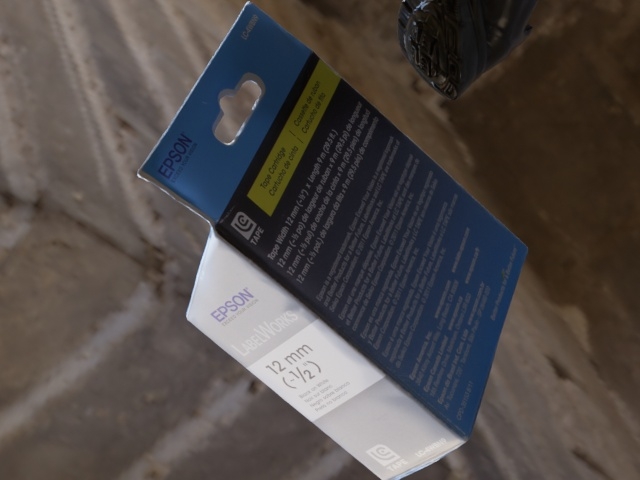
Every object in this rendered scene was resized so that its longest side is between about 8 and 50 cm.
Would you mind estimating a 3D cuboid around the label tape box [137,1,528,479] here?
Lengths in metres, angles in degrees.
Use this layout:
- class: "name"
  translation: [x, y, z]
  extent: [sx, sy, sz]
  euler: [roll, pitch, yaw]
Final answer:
- class: "label tape box"
  translation: [0.000, 0.000, 1.394]
  extent: [0.115, 0.347, 0.249]
  euler: [-38, 19, 41]

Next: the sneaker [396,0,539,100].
- class: "sneaker"
  translation: [0.142, -0.251, 1.394]
  extent: [0.130, 0.286, 0.109]
  euler: [-31, 64, -23]
